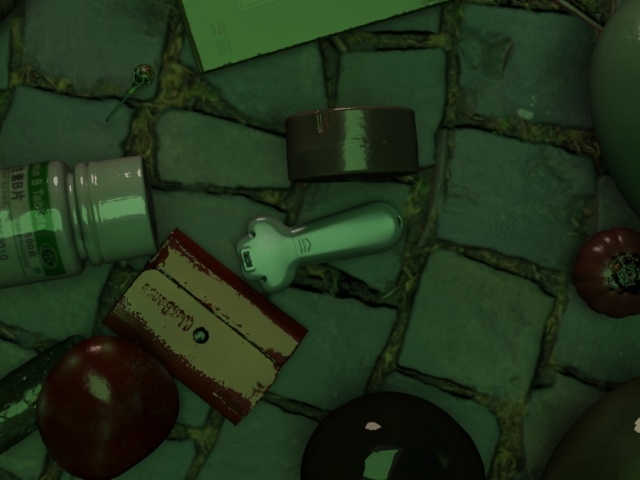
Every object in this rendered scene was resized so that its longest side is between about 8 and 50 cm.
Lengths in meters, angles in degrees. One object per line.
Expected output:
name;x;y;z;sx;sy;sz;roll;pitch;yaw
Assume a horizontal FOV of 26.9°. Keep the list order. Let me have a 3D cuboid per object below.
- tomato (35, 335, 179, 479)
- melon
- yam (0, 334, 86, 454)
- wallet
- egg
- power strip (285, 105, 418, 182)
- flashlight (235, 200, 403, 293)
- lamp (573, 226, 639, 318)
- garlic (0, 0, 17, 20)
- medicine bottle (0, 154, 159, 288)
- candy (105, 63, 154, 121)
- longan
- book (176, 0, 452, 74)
tomato;-0.240;0.200;1.501;0.166;0.082;0.174;-36;132;-2
melon;0.371;0.310;1.487;0.268;0.268;0.330;32;94;-3
yam;-0.336;0.182;1.539;0.179;0.078;0.078;-32;92;-3
wallet;-0.135;0.101;1.564;0.204;0.045;0.142;38;89;-3
egg;0.461;-0.114;1.483;0.276;0.276;0.389;-40;90;-2
power strip;0.037;-0.107;1.522;0.154;0.154;0.078;-4;88;-3
flashlight;0.000;0.000;1.572;0.200;0.047;0.093;-15;91;-6
lamp;0.351;0.038;1.569;0.107;0.092;0.108;0;91;-3
garlic;-0.412;-0.297;1.516;0.159;0.102;0.147;-21;78;-14
medicine bottle;-0.307;-0.021;1.506;0.236;0.139;0.139;-9;91;-2
candy;-0.227;-0.173;1.571;0.025;0.023;0.083;41;98;-11
longan;0.081;0.261;1.509;0.212;0.198;0.198;4;90;-15
book;-0.008;-0.356;1.572;0.352;0.035;0.239;-17;90;-3
